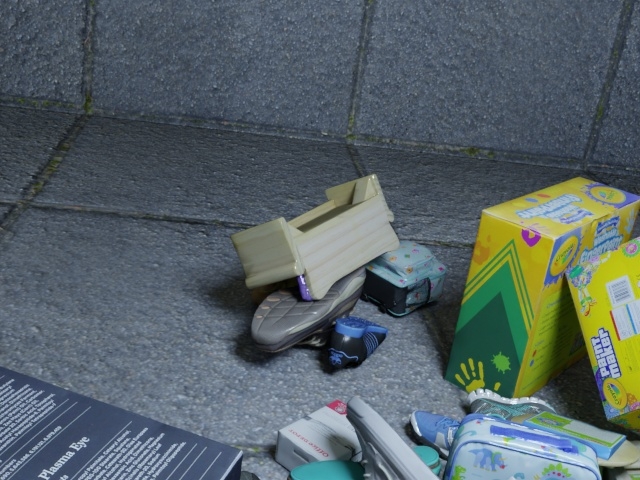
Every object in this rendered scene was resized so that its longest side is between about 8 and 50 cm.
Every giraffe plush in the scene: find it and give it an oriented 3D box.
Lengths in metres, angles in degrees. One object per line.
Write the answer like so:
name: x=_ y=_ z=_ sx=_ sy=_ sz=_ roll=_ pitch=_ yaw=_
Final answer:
giraffe plush: x=-0.046 y=0.088 z=1.790 sx=0.170 sy=0.182 sz=0.210 roll=22 pitch=-11 yaw=5

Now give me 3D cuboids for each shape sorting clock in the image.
shape sorting clock: x=0.416 y=0.328 z=1.311 sx=0.206 sy=0.040 sz=0.206 roll=11 pitch=3 yaw=-1

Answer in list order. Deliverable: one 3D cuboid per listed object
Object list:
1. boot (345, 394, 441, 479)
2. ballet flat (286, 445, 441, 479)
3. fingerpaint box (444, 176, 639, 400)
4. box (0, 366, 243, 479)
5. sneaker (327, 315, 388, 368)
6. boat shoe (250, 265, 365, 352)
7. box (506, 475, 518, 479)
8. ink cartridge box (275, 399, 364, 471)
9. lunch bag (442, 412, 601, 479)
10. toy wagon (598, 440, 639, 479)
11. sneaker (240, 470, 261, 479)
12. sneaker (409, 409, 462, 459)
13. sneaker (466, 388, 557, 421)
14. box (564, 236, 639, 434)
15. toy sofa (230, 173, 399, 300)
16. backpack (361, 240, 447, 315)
boot: x=0.078 y=0.326 z=1.099 sx=0.095 sy=0.123 sz=0.258 roll=48 pitch=-5 yaw=-36
ballet flat: x=0.069 y=0.371 z=1.186 sx=0.247 sy=0.087 sz=0.083 roll=-3 pitch=18 yaw=-21
fingerpaint box: x=0.463 y=0.092 z=1.644 sx=0.163 sy=0.371 sz=0.444 roll=25 pitch=28 yaw=34
box: x=-0.265 y=0.341 z=0.792 sx=0.312 sy=0.344 sz=0.179 roll=15 pitch=24 yaw=14
sneaker: x=0.071 y=0.208 z=1.613 sx=0.081 sy=0.091 sz=0.232 roll=20 pitch=3 yaw=24
boat shoe: x=-0.010 y=0.154 z=1.612 sx=0.132 sy=0.130 sz=0.355 roll=11 pitch=25 yaw=32
box: x=0.240 y=0.424 z=0.959 sx=0.119 sy=0.181 sz=0.182 roll=41 pitch=9 yaw=-26
ink cartridge box: x=0.016 y=0.332 z=1.293 sx=0.109 sy=0.063 sz=0.150 roll=25 pitch=28 yaw=36
lunch bag: x=0.296 y=0.358 z=1.184 sx=0.218 sy=0.176 sz=0.090 roll=11 pitch=22 yaw=8
toy wagon: x=0.574 y=0.395 z=1.234 sx=0.267 sy=0.068 sz=0.344 roll=-3 pitch=10 yaw=4
sneaker: x=0.053 y=0.418 z=0.881 sx=0.202 sy=0.185 sz=0.482 roll=-40 pitch=56 yaw=-22
sneaker: x=0.249 y=0.333 z=1.352 sx=0.211 sy=0.081 sz=0.080 roll=21 pitch=25 yaw=28
sneaker: x=0.349 y=0.327 z=1.457 sx=0.166 sy=0.065 sz=0.076 roll=7 pitch=38 yaw=5
box: x=0.611 y=0.187 z=1.418 sx=0.279 sy=0.177 sz=0.290 roll=28 pitch=45 yaw=-39
toy sofa: x=0.000 y=0.000 z=1.666 sx=0.150 sy=0.177 sz=0.362 roll=-15 pitch=9 yaw=41
backpack: x=0.203 y=0.081 z=1.879 sx=0.188 sy=0.145 sz=0.165 roll=-6 pitch=21 yaw=-40
